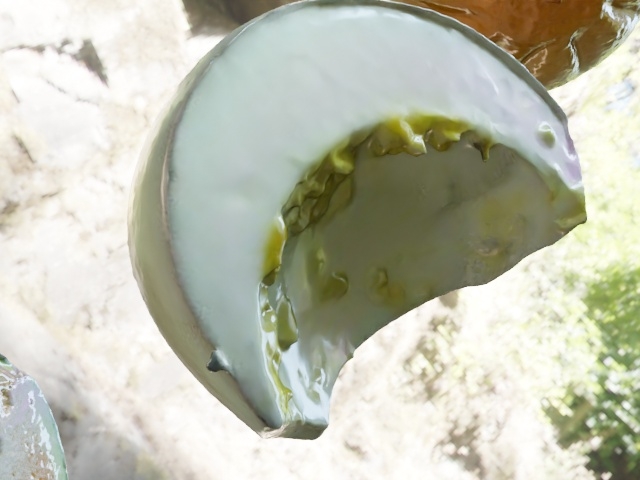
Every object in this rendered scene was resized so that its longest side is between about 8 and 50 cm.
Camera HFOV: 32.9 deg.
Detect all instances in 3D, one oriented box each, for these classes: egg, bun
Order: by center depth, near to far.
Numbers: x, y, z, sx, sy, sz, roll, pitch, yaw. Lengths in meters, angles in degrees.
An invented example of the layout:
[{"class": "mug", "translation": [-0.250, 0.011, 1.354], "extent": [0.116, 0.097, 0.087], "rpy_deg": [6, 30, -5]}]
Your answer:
[{"class": "egg", "translation": [-0.007, -0.018, 0.634], "extent": [0.206, 0.271, 0.162], "rpy_deg": [53, -28, -6]}, {"class": "bun", "translation": [0.209, -0.271, 1.079], "extent": [0.165, 0.299, 0.299], "rpy_deg": [-106, -172, -58]}]

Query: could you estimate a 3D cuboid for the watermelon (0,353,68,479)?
[{"class": "watermelon", "translation": [-0.362, 0.171, 0.925], "extent": [0.188, 0.175, 0.322], "rpy_deg": [-8, -55, 27]}]
